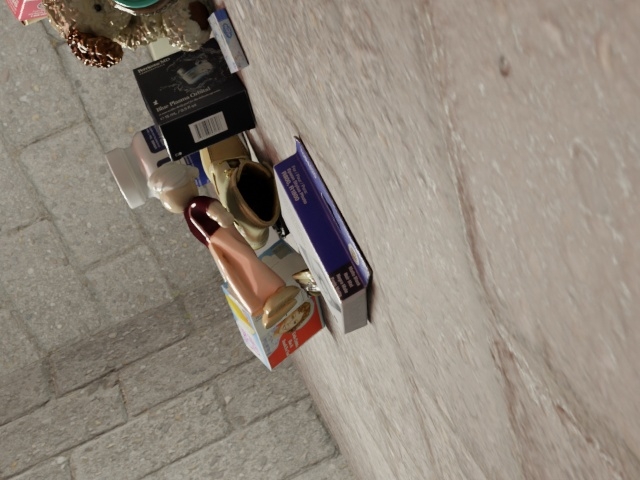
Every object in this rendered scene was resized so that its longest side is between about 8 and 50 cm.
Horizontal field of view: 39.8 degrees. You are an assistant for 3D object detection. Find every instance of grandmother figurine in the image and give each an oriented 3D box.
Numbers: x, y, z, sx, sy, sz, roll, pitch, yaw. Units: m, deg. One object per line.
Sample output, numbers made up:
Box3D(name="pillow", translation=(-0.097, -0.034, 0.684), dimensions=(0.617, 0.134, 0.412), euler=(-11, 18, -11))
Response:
Box3D(name="grandmother figurine", translation=(-0.178, -0.007, 1.548), dimensions=(0.342, 0.104, 0.208), euler=(47, 151, 13))

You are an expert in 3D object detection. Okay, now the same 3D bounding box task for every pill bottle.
Box3D(name="pill bottle", translation=(-0.290, -0.173, 1.798), dimensions=(0.153, 0.264, 0.153), euler=(156, 90, -82))

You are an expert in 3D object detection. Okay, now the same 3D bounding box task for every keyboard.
Box3D(name="keyboard", translation=(-0.089, -0.059, 1.715), dimensions=(0.180, 0.023, 0.108), euler=(-130, 24, -65))

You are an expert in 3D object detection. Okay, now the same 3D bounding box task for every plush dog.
Box3D(name="plush dog", translation=(-0.332, -0.381, 1.395), dimensions=(0.210, 0.225, 0.263), euler=(-28, 84, 45))

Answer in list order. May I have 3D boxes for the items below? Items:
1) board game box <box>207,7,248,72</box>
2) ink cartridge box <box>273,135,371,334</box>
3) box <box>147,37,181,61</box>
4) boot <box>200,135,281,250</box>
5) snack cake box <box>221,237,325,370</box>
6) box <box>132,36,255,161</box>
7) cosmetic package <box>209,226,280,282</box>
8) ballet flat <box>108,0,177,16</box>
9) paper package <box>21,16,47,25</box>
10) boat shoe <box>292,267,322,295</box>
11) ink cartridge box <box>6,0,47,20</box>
Box3D(name="board game box", translation=(-0.139, -0.297, 1.323), dimensions=(0.090, 0.020, 0.090), euler=(-147, 34, -75))
Box3D(name="ink cartridge box", translation=(0.000, 0.000, 1.216), dimensions=(0.224, 0.045, 0.223), euler=(86, 159, -67))
Box3D(name="box", translation=(-0.328, -0.469, 1.778), dimensions=(0.113, 0.094, 0.275), euler=(63, 171, 13))
Box3D(name="boot", translation=(-0.147, -0.124, 1.610), dimensions=(0.203, 0.095, 0.262), euler=(130, 123, -73))
Box3D(name="snack cake box", translation=(-0.086, 0.131, 1.742), dimensions=(0.089, 0.152, 0.264), euler=(42, 161, 27))
Box3D(name="box", translation=(-0.215, -0.241, 1.498), dimensions=(0.093, 0.155, 0.158), euler=(77, 166, -52))
Box3D(name="cosmetic package", translation=(-0.172, 0.014, 2.001), dimensions=(0.152, 0.151, 0.183), euler=(65, 173, 2))
Box3D(name="ballet flat", translation=(-0.216, -0.484, 0.905), dimensions=(0.182, 0.163, 0.483), euler=(-78, -26, -66))
Box3D(name="paper package", translation=(-0.602, -0.685, 2.104), dimensions=(0.309, 0.324, 0.168), euler=(-123, 12, -51))
Box3D(name="boat shoe", translation=(-0.012, 0.069, 1.465), dimensions=(0.152, 0.056, 0.049), euler=(147, 104, -82))
Box3D(name="ink cartridge box", translation=(-0.427, -0.518, 1.525), dimensions=(0.283, 0.207, 0.117), euler=(-38, 76, 56))
